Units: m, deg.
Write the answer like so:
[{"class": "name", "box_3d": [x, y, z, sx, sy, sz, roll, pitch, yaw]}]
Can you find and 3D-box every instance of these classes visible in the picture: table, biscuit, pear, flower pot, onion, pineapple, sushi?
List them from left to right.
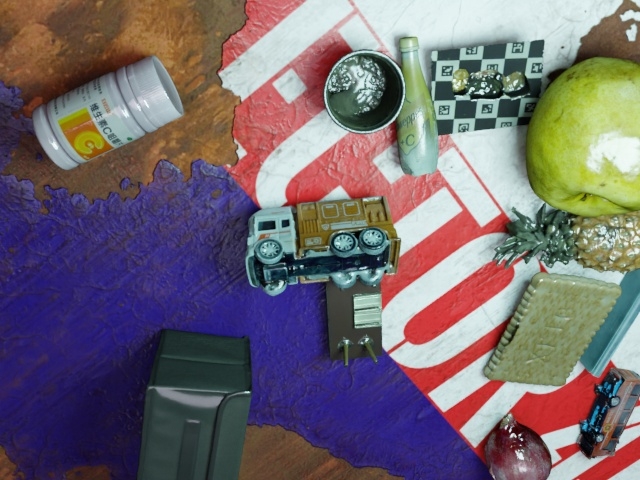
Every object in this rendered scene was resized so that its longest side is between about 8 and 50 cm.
[{"class": "table", "box_3d": [0.077, 0.161, 1.557, 0.121, 0.111, 0.240, -6, 112, -4]}, {"class": "flower pot", "box_3d": [0.077, -0.290, 1.379, 0.157, 0.107, 0.158, -2, 109, -6]}, {"class": "sushi", "box_3d": [0.325, -0.311, 1.424, 0.215, 0.051, 0.192, -5, 131, 6]}, {"class": "onion", "box_3d": [0.466, 0.499, 1.717, 0.159, 0.159, 0.195, -18, 100, 2]}, {"class": "biscuit", "box_3d": [0.516, 0.207, 1.622, 0.217, 0.044, 0.325, 6, 126, -12]}, {"class": "pineapple", "box_3d": [0.528, -0.003, 1.525, 0.340, 0.169, 0.169, -6, 112, 4]}, {"class": "pear", "box_3d": [0.538, -0.199, 1.366, 0.303, 0.304, 0.304, -2, 112, -5]}]

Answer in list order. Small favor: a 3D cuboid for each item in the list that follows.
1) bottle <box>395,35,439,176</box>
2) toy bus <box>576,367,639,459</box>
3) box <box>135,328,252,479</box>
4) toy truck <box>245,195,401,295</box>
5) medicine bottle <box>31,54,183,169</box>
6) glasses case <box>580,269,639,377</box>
[{"class": "bottle", "box_3d": [0.184, -0.263, 1.413, 0.083, 0.083, 0.270, -10, 109, -2]}, {"class": "toy bus", "box_3d": [0.705, 0.424, 1.749, 0.096, 0.073, 0.235, 7, 110, -16]}, {"class": "box", "box_3d": [-0.271, 0.397, 1.544, 0.204, 0.251, 0.345, 8, 110, -8]}, {"class": "toy truck", "box_3d": [0.000, 0.000, 1.456, 0.305, 0.162, 0.136, -6, 143, -3]}, {"class": "medicine bottle", "box_3d": [-0.394, -0.238, 1.339, 0.249, 0.133, 0.133, -23, 112, 3]}, {"class": "glasses case", "box_3d": [0.677, 0.178, 1.642, 0.056, 0.105, 0.266, 27, 108, 12]}]
